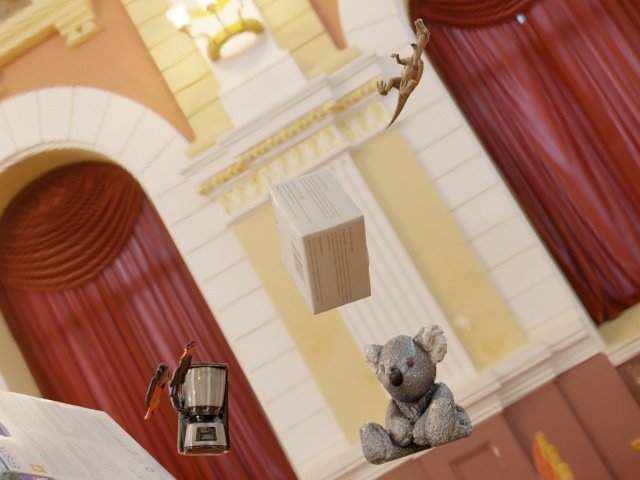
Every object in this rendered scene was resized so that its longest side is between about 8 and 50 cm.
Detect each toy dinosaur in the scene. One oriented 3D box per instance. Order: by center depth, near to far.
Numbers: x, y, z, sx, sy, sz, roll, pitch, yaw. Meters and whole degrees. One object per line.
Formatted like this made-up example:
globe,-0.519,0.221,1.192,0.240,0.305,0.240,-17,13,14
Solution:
toy dinosaur,0.128,-0.236,1.299,0.092,0.053,0.183,-25,-42,-55

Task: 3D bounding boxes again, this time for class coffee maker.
coffee maker,-0.234,0.352,1.788,0.120,0.178,0.171,-5,-18,11

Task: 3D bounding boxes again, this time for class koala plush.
koala plush,0.169,0.276,1.597,0.196,0.221,0.203,-25,-17,26

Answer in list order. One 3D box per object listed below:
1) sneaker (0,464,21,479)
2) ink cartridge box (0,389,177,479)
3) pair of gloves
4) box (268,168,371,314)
sneaker,-0.703,0.519,1.784,0.366,0.135,0.150,-17,30,-20
ink cartridge box,-0.414,0.335,1.361,0.330,0.324,0.071,24,-89,-42
pair of gloves,-0.168,0.154,0.959,0.083,0.010,0.074,-39,-27,-60
box,0.000,0.000,1.552,0.119,0.182,0.181,-18,-53,-13
